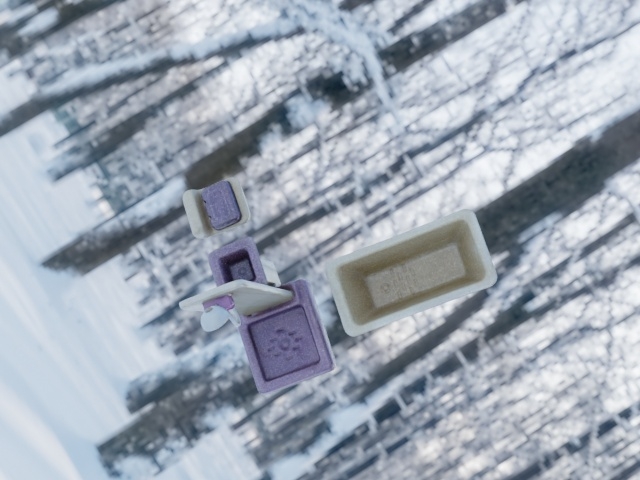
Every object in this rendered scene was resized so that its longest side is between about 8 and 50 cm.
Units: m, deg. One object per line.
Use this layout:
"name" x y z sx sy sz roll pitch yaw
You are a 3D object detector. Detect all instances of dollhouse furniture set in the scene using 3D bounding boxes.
"dollhouse furniture set" 0.000 0.000 0.469 0.081 0.114 0.091 20 51 -71
